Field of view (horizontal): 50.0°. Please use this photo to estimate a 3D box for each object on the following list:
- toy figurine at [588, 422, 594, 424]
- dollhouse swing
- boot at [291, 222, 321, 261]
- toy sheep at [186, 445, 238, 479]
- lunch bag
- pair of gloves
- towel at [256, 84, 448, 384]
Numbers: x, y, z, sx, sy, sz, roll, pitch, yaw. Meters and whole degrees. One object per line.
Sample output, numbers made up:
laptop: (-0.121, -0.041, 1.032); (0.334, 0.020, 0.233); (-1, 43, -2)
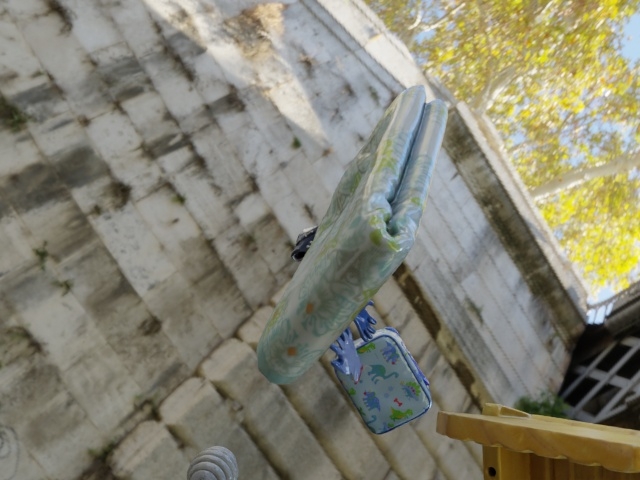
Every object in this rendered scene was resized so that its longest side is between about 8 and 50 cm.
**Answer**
toy figurine: (0.573, 0.507, 1.404); (0.148, 0.213, 0.210); (26, -46, 62)
dollhouse swing: (0.336, 0.354, 0.850); (0.346, 0.305, 0.315); (-2, -89, 43)
boot: (0.000, 0.000, 1.826); (0.069, 0.086, 0.190); (39, -39, -21)
toy sheep: (-0.178, 0.387, 1.126); (0.091, 0.132, 0.091); (1, -81, 6)
lunch bag: (0.148, 0.323, 1.586); (0.176, 0.090, 0.219); (-31, -87, 10)
pair of gloves: (0.068, 0.191, 1.425); (0.023, 0.198, 0.159); (0, -39, 28)
towel: (0.047, -0.015, 0.958); (0.090, 0.374, 0.320); (28, -48, -5)
